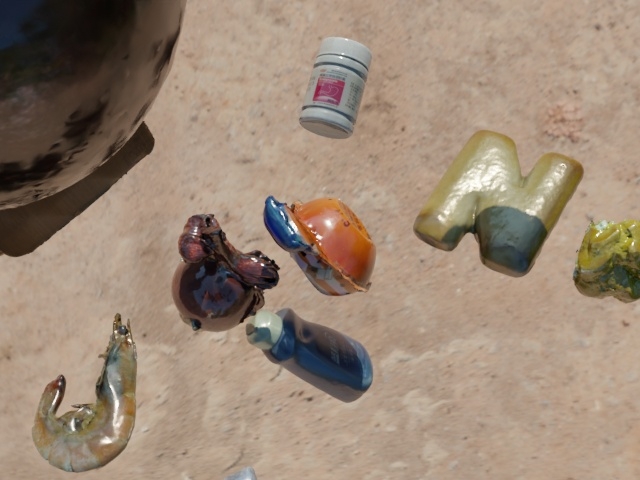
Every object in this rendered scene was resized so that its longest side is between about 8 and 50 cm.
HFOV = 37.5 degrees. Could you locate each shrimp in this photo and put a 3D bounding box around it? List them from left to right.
[{"bbox_3d":[-0.321,0.206,1.316,0.144,0.052,0.251,-2,45,5],"label":"shrimp"}]

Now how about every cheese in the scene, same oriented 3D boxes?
[{"bbox_3d":[0.000,0.000,1.638,0.129,0.329,0.217,-41,67,11],"label":"cheese"}]

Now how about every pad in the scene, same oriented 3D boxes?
[{"bbox_3d":[-0.387,-0.132,1.311,0.284,0.286,0.018,-42,54,-13],"label":"pad"}]

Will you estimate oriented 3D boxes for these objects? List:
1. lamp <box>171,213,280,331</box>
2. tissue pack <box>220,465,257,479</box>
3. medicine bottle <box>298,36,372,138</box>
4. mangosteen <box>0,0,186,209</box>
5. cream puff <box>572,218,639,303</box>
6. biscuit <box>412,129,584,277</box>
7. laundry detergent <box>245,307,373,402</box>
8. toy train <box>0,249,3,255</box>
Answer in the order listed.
[{"bbox_3d":[-0.184,0.061,1.644,0.215,0.151,0.223,28,113,-28],"label":"lamp"},{"bbox_3d":[-0.183,0.443,0.940,0.394,0.124,0.288,-25,79,-15],"label":"tissue pack"},{"bbox_3d":[0.016,-0.157,0.976,0.058,0.058,0.091,17,79,-10],"label":"medicine bottle"},{"bbox_3d":[-0.239,-0.152,0.511,0.347,0.307,0.307,-29,85,-31],"label":"mangosteen"},{"bbox_3d":[0.461,0.032,1.434,0.156,0.156,0.121,13,74,-11],"label":"cream puff"},{"bbox_3d":[0.330,-0.077,1.744,0.237,0.062,0.290,25,60,25],"label":"biscuit"},{"bbox_3d":[-0.026,0.207,1.826,0.290,0.094,0.143,32,33,-34],"label":"laundry detergent"},{"bbox_3d":[-0.592,0.024,1.330,0.369,0.231,0.163,-26,125,-4],"label":"toy train"}]
